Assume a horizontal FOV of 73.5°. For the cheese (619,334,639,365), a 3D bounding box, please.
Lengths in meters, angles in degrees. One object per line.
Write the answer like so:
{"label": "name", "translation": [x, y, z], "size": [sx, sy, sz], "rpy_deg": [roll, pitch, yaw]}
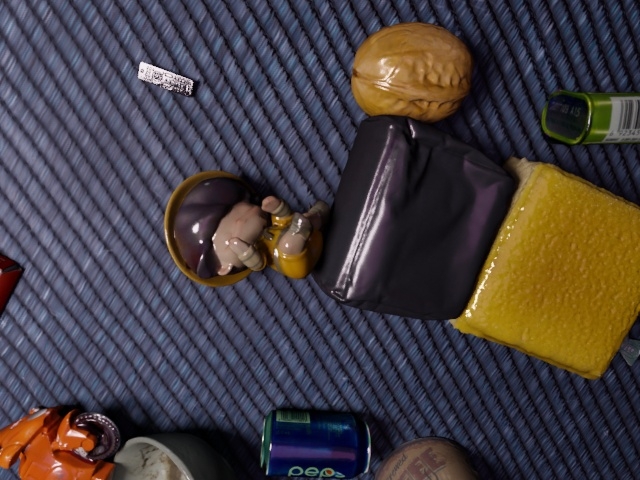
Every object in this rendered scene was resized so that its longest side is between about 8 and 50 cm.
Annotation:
{"label": "cheese", "translation": [0.625, 0.211, 0.897], "size": [0.121, 0.026, 0.067], "rpy_deg": [31, 97, -11]}

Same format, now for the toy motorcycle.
{"label": "toy motorcycle", "translation": [-0.491, 0.432, 0.770], "size": [0.221, 0.148, 0.325], "rpy_deg": [17, 102, -2]}

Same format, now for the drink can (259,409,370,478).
{"label": "drink can", "translation": [-0.011, 0.392, 0.825], "size": [0.205, 0.118, 0.118], "rpy_deg": [6, 100, -6]}

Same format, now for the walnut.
{"label": "walnut", "translation": [0.150, -0.267, 0.697], "size": [0.207, 0.159, 0.159], "rpy_deg": [2, 101, -13]}

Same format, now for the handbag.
{"label": "handbag", "translation": [0.151, -0.031, 0.732], "size": [0.275, 0.178, 0.302], "rpy_deg": [14, 98, -26]}

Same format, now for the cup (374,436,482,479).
{"label": "cup", "translation": [0.213, 0.581, 0.816], "size": [0.227, 0.257, 0.301], "rpy_deg": [29, 99, -8]}

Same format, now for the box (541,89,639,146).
{"label": "box", "translation": [0.587, -0.219, 0.757], "size": [0.346, 0.134, 0.097], "rpy_deg": [-2, 105, -4]}

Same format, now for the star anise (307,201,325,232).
{"label": "star anise", "translation": [-0.006, -0.009, 0.776], "size": [0.124, 0.056, 0.129], "rpy_deg": [-17, 117, -5]}

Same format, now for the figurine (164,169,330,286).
{"label": "figurine", "translation": [-0.123, -0.007, 0.689], "size": [0.257, 0.192, 0.167], "rpy_deg": [18, 135, 22]}

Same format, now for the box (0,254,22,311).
{"label": "box", "translation": [-0.653, 0.045, 0.730], "size": [0.229, 0.050, 0.123], "rpy_deg": [29, 99, -11]}

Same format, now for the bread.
{"label": "bread", "translation": [0.425, 0.056, 0.790], "size": [0.324, 0.143, 0.333], "rpy_deg": [24, 98, -8]}

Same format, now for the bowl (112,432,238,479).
{"label": "bowl", "translation": [-0.243, 0.479, 0.783], "size": [0.289, 0.146, 0.289], "rpy_deg": [1, 91, 34]}

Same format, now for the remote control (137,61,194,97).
{"label": "remote control", "translation": [-0.260, -0.271, 0.724], "size": [0.091, 0.016, 0.034], "rpy_deg": [19, 115, -8]}
